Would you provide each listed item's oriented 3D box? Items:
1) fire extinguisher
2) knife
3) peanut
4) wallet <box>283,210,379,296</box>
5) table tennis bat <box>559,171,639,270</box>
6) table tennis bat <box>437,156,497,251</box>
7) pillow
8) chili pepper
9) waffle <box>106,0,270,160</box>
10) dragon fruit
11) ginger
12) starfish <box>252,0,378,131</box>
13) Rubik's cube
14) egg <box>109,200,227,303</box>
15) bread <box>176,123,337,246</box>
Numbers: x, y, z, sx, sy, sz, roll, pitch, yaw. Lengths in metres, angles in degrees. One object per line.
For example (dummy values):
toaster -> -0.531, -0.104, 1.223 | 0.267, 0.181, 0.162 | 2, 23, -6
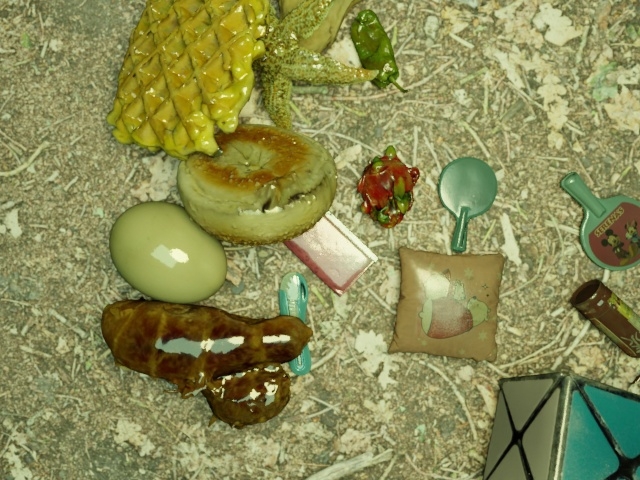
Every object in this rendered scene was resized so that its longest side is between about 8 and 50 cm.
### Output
fire extinguisher -> 0.624, 0.199, 1.025 | 0.252, 0.075, 0.106 | 42, 120, -2
knife -> -0.051, 0.177, 1.049 | 0.064, 0.031, 0.222 | -6, 92, -2
peanut -> 0.020, -0.530, 0.965 | 0.158, 0.174, 0.340 | 43, 92, 24
wallet -> 0.000, 0.000, 1.046 | 0.232, 0.025, 0.119 | 44, 91, 0
table tennis bat -> 0.591, -0.046, 1.033 | 0.153, 0.040, 0.244 | -44, 95, 2
table tennis bat -> 0.303, -0.075, 1.037 | 0.124, 0.033, 0.201 | 9, 89, 3
pillow -> 0.258, 0.131, 1.016 | 0.223, 0.084, 0.236 | 7, 89, 2
chili pepper -> 0.120, -0.368, 1.013 | 0.072, 0.073, 0.204 | -24, 79, 19
waffle -> -0.246, -0.336, 0.912 | 0.382, 0.095, 0.380 | 9, 81, 36
dragon fruit -> 0.145, -0.095, 1.008 | 0.138, 0.175, 0.142 | -21, 122, 11
ginger -> -0.240, 0.242, 0.985 | 0.418, 0.176, 0.254 | 12, 89, -3
starfish -> -0.074, -0.373, 0.927 | 0.347, 0.078, 0.358 | 53, 133, 4
Rubik's cube -> 0.473, 0.401, 0.903 | 0.260, 0.255, 0.259 | 16, 70, 0
egg -> -0.295, 0.026, 0.971 | 0.241, 0.186, 0.186 | 34, 92, 0
bread -> -0.119, -0.099, 0.939 | 0.305, 0.306, 0.159 | 0, 131, 1
